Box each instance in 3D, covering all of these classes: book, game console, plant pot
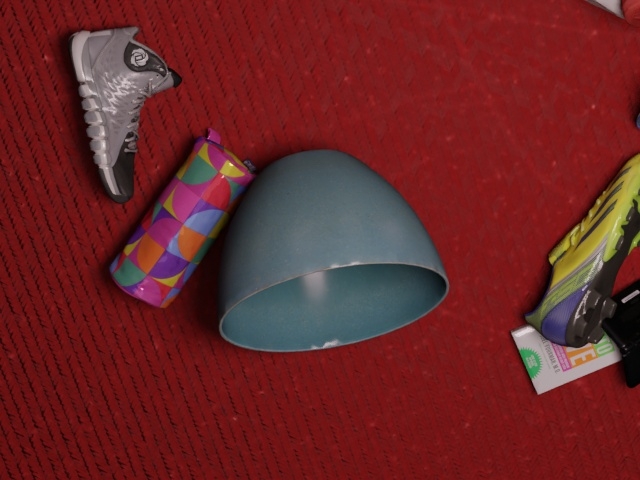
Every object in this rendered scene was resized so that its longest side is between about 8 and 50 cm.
[{"bbox_3d":[0.347,0.140,1.806,0.144,0.035,0.096,-24,98,3],"label":"book"},{"bbox_3d":[0.442,0.122,1.790,0.122,0.071,0.107,-30,67,-20],"label":"game console"},{"bbox_3d":[0.000,0.000,1.653,0.290,0.290,0.195,-11,68,-1],"label":"plant pot"}]

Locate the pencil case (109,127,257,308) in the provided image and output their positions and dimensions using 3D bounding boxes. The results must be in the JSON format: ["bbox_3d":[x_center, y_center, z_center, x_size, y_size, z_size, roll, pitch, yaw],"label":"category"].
[{"bbox_3d":[-0.178,-0.026,1.706,0.104,0.104,0.236,35,96,-10],"label":"pencil case"}]

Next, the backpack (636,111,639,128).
[{"bbox_3d":[0.507,-0.202,1.684,0.117,0.158,0.173,34,84,8],"label":"backpack"}]

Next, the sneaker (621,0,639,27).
[{"bbox_3d":[0.446,-0.350,1.629,0.221,0.087,0.128,-20,68,-21],"label":"sneaker"}]

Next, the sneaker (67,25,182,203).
[{"bbox_3d":[-0.237,-0.167,1.679,0.132,0.086,0.228,-13,101,-3],"label":"sneaker"}]

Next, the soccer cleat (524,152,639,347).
[{"bbox_3d":[0.364,0.003,1.747,0.093,0.121,0.289,31,83,-48],"label":"soccer cleat"}]

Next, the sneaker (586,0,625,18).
[{"bbox_3d":[0.344,-0.436,1.610,0.323,0.130,0.236,29,101,-24],"label":"sneaker"}]
